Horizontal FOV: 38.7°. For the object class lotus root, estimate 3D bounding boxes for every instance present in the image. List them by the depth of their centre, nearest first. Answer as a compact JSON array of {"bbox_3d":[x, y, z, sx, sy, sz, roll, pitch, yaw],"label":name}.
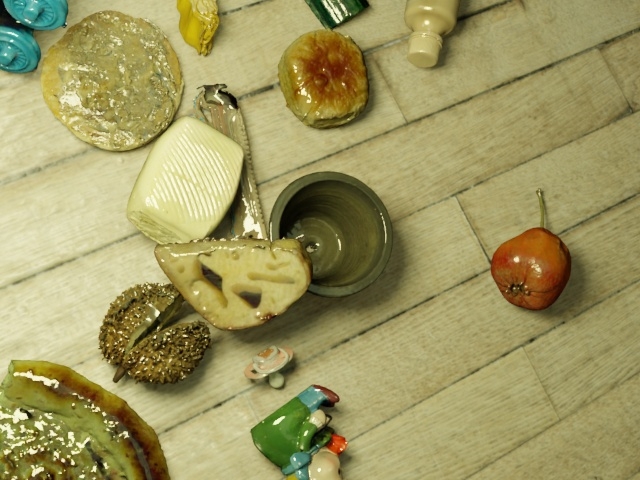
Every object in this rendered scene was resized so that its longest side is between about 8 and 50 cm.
[{"bbox_3d":[-0.141,0.070,1.561,0.261,0.074,0.170,-8,109,-2],"label":"lotus root"}]

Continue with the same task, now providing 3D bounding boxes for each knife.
[{"bbox_3d":[-0.165,-0.126,1.745,0.089,0.043,0.365,-16,83,12],"label":"knife"}]

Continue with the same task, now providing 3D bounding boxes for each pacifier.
[{"bbox_3d":[-0.087,0.237,1.662,0.099,0.081,0.078,-29,115,-22],"label":"pacifier"}]

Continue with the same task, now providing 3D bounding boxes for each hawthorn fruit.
[{"bbox_3d":[0.447,0.014,1.882,0.165,0.165,0.285,34,45,-8],"label":"hawthorn fruit"}]

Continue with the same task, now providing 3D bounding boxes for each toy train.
[{"bbox_3d":[-0.563,-0.444,1.557,0.265,0.300,0.188,27,54,-24],"label":"toy train"}]

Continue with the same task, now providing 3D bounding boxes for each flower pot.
[{"bbox_3d":[0.000,0.000,1.706,0.235,0.148,0.235,4,78,-17],"label":"flower pot"}]

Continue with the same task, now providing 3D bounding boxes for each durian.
[{"bbox_3d":[-0.292,0.172,1.574,0.196,0.167,0.196,-2,72,7],"label":"durian"}]

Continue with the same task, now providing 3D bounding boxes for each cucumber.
[{"bbox_3d":[0.035,-0.511,1.900,0.116,0.062,0.115,-34,92,-22],"label":"cucumber"}]

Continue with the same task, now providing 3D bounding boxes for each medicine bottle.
[{"bbox_3d":[0.237,-0.491,1.932,0.114,0.114,0.252,16,72,-14],"label":"medicine bottle"}]

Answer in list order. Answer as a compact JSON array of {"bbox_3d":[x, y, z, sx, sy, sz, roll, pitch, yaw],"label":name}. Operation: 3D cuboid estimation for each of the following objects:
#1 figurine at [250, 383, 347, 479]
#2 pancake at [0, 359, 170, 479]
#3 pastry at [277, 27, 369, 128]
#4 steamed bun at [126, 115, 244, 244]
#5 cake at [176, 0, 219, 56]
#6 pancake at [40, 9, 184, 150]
[{"bbox_3d":[-0.002,0.391,1.627,0.185,0.127,0.234,-32,78,-31],"label":"figurine"},{"bbox_3d":[-0.414,0.387,1.512,0.305,0.067,0.426,-19,85,-20],"label":"pancake"},{"bbox_3d":[0.010,-0.322,1.823,0.182,0.093,0.192,-16,86,-22],"label":"pastry"},{"bbox_3d":[-0.251,-0.096,1.652,0.170,0.152,0.238,32,58,-18],"label":"steamed bun"},{"bbox_3d":[-0.240,-0.461,1.770,0.080,0.116,0.185,5,79,-15],"label":"cake"},{"bbox_3d":[-0.384,-0.299,1.709,0.282,0.049,0.282,5,74,-17],"label":"pancake"}]
